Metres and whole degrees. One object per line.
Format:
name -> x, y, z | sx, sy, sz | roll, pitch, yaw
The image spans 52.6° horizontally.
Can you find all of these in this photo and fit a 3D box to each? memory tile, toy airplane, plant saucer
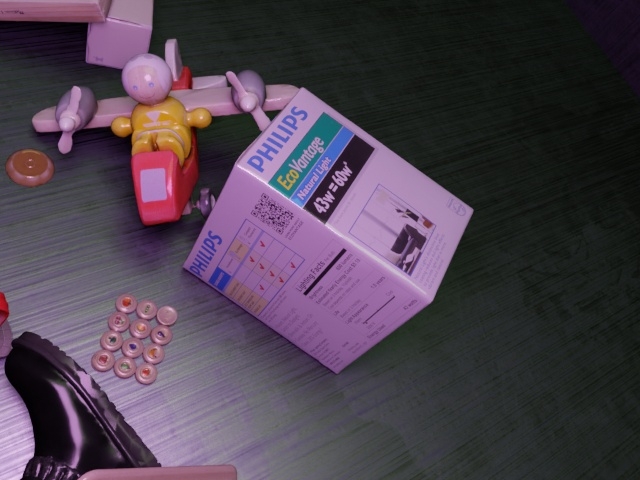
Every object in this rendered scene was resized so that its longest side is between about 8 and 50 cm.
memory tile -> -0.316, 0.167, 1.114 | 0.113, 0.012, 0.148 | 21, 55, -12
toy airplane -> -0.286, -0.248, 1.202 | 0.384, 0.272, 0.386 | 36, 67, 24
plant saucer -> -0.533, -0.138, 1.190 | 0.083, 0.015, 0.084 | 11, 59, -19

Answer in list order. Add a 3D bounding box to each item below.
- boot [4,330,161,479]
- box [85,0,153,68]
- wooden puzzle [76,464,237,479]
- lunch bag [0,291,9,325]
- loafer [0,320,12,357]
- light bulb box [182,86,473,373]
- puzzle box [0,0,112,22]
boot -> -0.405, 0.323, 0.912 | 0.348, 0.131, 0.260 | 47, 54, 6
box -> -0.424, -0.530, 1.385 | 0.121, 0.148, 0.311 | 6, 61, -21
wooden puzzle -> -0.187, 0.486, 0.864 | 0.322, 0.080, 0.348 | 25, 37, -54
lunch bag -> -0.550, 0.119, 0.851 | 0.258, 0.293, 0.120 | -20, 72, -21
loafer -> -0.527, 0.132, 1.030 | 0.045, 0.039, 0.125 | 4, 58, -61
light bulb box -> 0.000, 0.000, 1.141 | 0.361, 0.358, 0.225 | 36, 52, -3
puzzle box -> -0.597, -0.546, 1.272 | 0.408, 0.052, 0.272 | 3, 62, 3
